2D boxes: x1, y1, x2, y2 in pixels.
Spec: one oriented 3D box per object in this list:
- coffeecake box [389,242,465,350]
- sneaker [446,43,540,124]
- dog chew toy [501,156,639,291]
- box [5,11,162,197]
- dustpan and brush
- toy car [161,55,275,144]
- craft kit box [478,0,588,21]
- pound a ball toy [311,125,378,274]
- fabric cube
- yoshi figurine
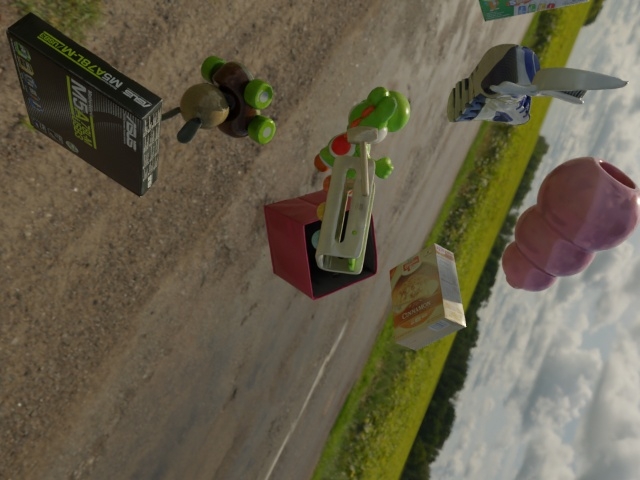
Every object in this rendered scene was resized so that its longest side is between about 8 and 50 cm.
[{"bbox_3d":[0.227,0.122,1.220,0.142,0.068,0.186,-38,-141,39],"label":"coffeecake box"},{"bbox_3d":[0.457,-0.368,1.370,0.315,0.182,0.128,157,-65,-75],"label":"sneaker"},{"bbox_3d":[0.522,-0.016,1.220,0.332,0.206,0.206,-58,171,33],"label":"dog chew toy"},{"bbox_3d":[-0.289,-0.159,0.709,0.045,0.184,0.191,-55,-179,-30],"label":"box"},{"bbox_3d":[0.385,-0.260,0.955,0.147,0.211,0.061,-146,-113,-73],"label":"dustpan and brush"},{"bbox_3d":[-0.204,-0.233,1.034,0.188,0.155,0.149,-36,145,-31],"label":"toy car"},{"bbox_3d":[0.484,-0.616,1.299,0.246,0.249,0.061,30,61,-60],"label":"craft kit box"},{"bbox_3d":[0.058,-0.104,1.396,0.208,0.135,0.320,77,22,-67],"label":"pound a ball toy"},{"bbox_3d":[0.000,0.000,1.813,0.258,0.258,0.254,-19,114,-27],"label":"fabric cube"},{"bbox_3d":[0.134,-0.290,1.586,0.362,0.203,0.203,-50,-164,51],"label":"yoshi figurine"}]
